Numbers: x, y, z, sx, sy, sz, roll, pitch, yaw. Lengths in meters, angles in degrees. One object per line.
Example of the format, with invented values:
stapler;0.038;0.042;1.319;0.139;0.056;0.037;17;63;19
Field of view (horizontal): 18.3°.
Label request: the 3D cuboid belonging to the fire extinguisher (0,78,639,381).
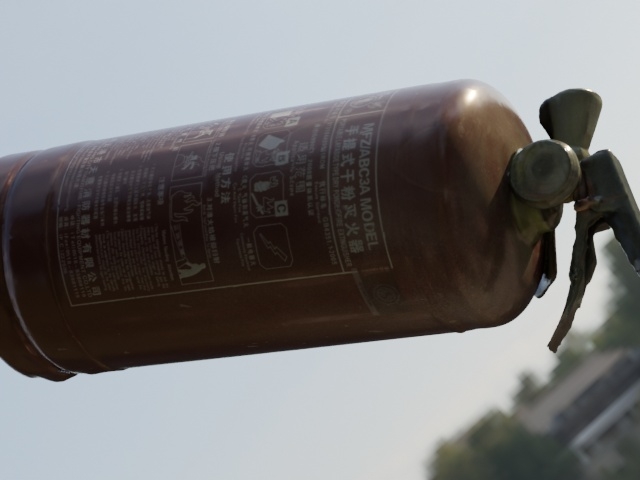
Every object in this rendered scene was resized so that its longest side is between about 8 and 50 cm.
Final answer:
fire extinguisher;0.000;0.000;0.750;0.269;0.105;0.105;-7;2;25
